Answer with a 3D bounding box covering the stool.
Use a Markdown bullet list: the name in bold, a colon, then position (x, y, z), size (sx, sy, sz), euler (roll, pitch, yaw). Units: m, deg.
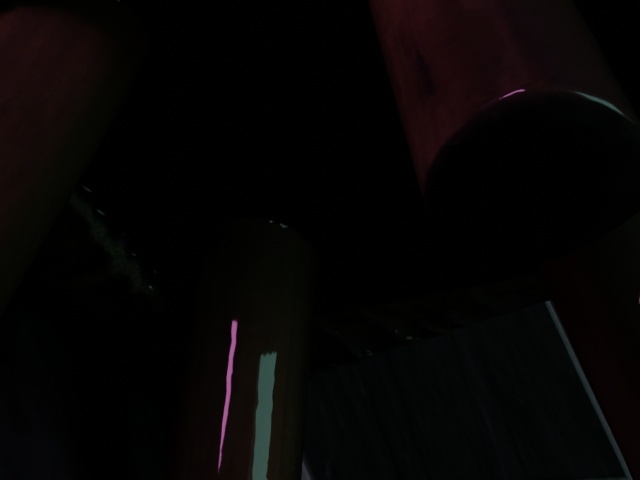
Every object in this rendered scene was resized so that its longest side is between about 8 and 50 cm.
- **stool**: position (0.000, 0.000, 0.582), size (0.310, 0.310, 0.226), euler (53, 25, -40)
